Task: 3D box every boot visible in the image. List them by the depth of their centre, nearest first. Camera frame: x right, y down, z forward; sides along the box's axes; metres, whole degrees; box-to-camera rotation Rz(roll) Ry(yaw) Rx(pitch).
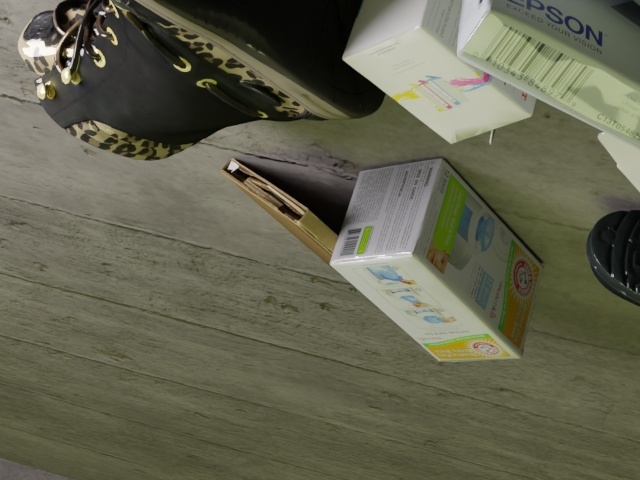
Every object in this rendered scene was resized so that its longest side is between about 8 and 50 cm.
[{"bbox_3d":[-0.159,-0.193,1.127,0.377,0.138,0.284,31,153,-33],"label":"boot"},{"bbox_3d":[0.347,0.075,1.336,0.247,0.094,0.207,14,151,-3],"label":"boot"}]

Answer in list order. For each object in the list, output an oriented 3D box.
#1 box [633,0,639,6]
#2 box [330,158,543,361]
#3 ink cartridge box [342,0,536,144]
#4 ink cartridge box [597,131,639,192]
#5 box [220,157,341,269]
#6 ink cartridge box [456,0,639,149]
[{"bbox_3d":[0.194,-0.223,0.824,0.137,0.126,0.072,33,149,-25],"label":"box"},{"bbox_3d":[0.120,0.025,1.372,0.103,0.114,0.203,-7,143,40],"label":"box"},{"bbox_3d":[0.107,-0.148,1.071,0.143,0.092,0.090,33,150,-29],"label":"ink cartridge box"},{"bbox_3d":[0.322,-0.061,1.121,0.115,0.067,0.198,-6,146,41],"label":"ink cartridge box"},{"bbox_3d":[0.000,0.000,1.433,0.201,0.021,0.164,41,176,-39],"label":"box"},{"bbox_3d":[0.198,-0.147,0.895,0.223,0.224,0.045,24,131,-13],"label":"ink cartridge box"}]
